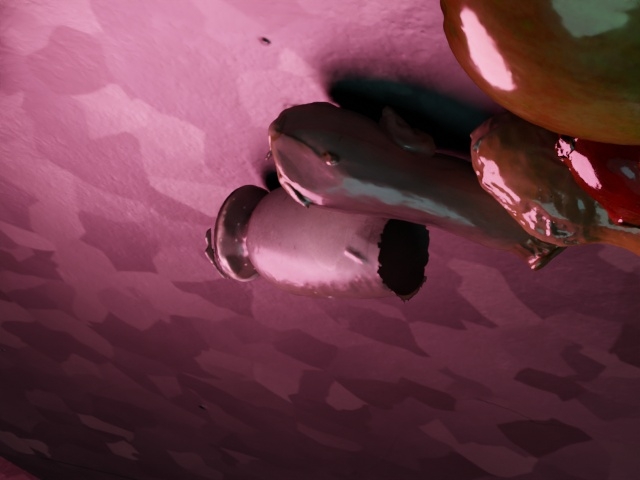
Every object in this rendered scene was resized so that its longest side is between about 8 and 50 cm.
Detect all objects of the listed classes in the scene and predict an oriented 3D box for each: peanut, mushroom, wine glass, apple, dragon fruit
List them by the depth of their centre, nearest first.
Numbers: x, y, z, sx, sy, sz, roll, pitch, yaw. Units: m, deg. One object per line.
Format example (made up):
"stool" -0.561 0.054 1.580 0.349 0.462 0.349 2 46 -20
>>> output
"apple" 0.183 -0.173 0.767 0.226 0.246 0.246 13 152 4
"dragon fruit" 0.216 -0.094 1.033 0.246 0.125 0.125 37 168 9
"peanut" 0.220 -0.041 1.138 0.214 0.099 0.099 14 151 6
"mushroom" 0.085 -0.046 1.220 0.278 0.099 0.096 18 158 3
"wine glass" 0.000 0.000 1.339 0.204 0.111 0.111 4 147 37
